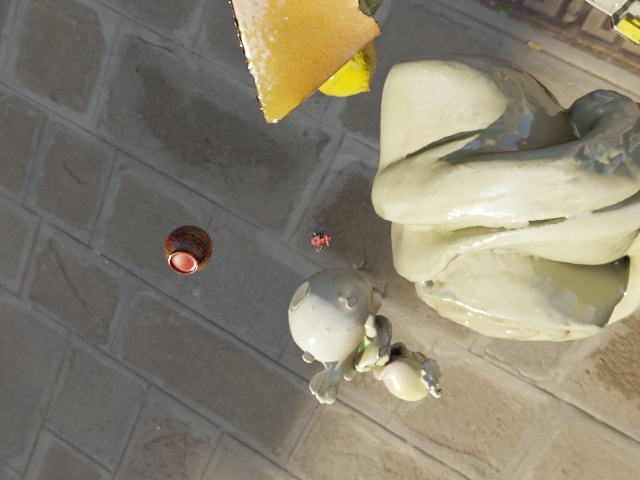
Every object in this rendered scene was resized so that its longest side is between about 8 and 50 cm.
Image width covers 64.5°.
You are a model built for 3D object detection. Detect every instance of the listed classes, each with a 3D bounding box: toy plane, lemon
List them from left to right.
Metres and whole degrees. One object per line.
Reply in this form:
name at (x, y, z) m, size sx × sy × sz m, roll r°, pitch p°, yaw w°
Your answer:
toy plane at (0.000, 0.000, 1.529) m, size 0.037 × 0.145 × 0.060 m, roll -6°, pitch 85°, yaw -17°
lemon at (0.059, -0.583, 1.602) m, size 0.228 × 0.228 × 0.254 m, roll -31°, pitch 67°, yaw 19°

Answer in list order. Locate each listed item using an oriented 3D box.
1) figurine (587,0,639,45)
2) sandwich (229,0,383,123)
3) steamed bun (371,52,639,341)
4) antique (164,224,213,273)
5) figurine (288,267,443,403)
figurine at (0.703, -0.576, 1.036) m, size 0.308 × 0.143 × 0.309 m, roll 18°, pitch 120°, yaw 33°
sandwich at (-0.008, -0.279, 0.680) m, size 0.186 × 0.108 × 0.220 m, roll -1°, pitch 133°, yaw 12°
steamed bun at (0.215, -0.017, 0.592) m, size 0.342 × 0.367 × 0.255 m, roll 26°, pitch 89°, yaw 39°
antique at (-0.270, 0.016, 1.044) m, size 0.104 × 0.104 × 0.104 m, roll 3°, pitch 103°, yaw 15°
figurine at (0.095, 0.247, 1.108) m, size 0.394 × 0.226 × 0.275 m, roll 37°, pitch 69°, yaw -15°
